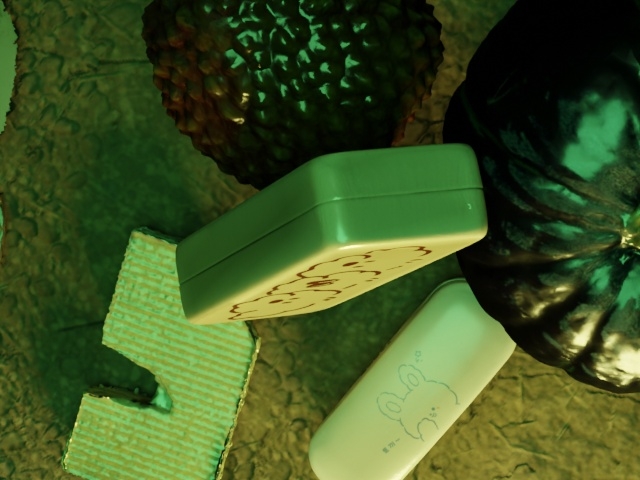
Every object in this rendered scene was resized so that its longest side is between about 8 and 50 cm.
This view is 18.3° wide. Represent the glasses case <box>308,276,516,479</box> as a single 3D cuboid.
[{"bbox_3d":[0.082,0.135,1.771,0.092,0.059,0.233,41,102,-1],"label":"glasses case"}]

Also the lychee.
[{"bbox_3d":[-0.025,-0.157,1.624,0.236,0.271,0.236,-10,68,25],"label":"lychee"}]

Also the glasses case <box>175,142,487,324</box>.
[{"bbox_3d":[0.000,0.000,1.609,0.144,0.336,0.076,-6,80,-24],"label":"glasses case"}]

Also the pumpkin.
[{"bbox_3d":[0.274,-0.051,1.596,0.363,0.266,0.363,3,108,8],"label":"pumpkin"}]

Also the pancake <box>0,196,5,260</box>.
[{"bbox_3d":[-0.384,-0.015,1.817,0.199,0.021,0.199,1,102,7],"label":"pancake"}]

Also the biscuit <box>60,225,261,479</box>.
[{"bbox_3d":[-0.138,0.121,1.802,0.147,0.046,0.250,17,104,4],"label":"biscuit"}]

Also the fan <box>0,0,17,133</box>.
[{"bbox_3d":[-0.322,-0.217,1.760,0.233,0.012,0.414,46,103,1],"label":"fan"}]
